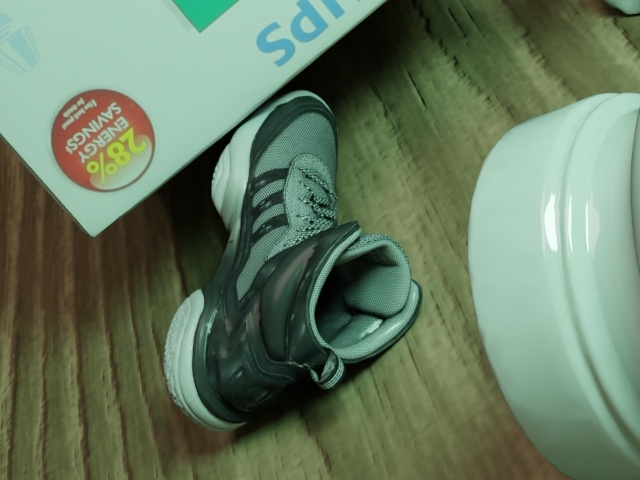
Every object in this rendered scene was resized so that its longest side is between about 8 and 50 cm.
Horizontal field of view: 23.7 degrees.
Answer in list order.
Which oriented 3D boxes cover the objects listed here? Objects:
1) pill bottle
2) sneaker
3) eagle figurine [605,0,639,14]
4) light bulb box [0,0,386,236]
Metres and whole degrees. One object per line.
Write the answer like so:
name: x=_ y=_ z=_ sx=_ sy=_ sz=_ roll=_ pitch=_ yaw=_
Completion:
pill bottle: x=0.269 y=-0.014 z=0.571 sx=0.407 sy=0.229 sz=0.229 roll=-15 pitch=40 yaw=39
sneaker: x=0.000 y=0.000 z=1.014 sx=0.153 sy=0.101 sz=0.269 roll=-14 pitch=46 yaw=39
eagle figurine: x=0.249 y=-0.318 z=0.992 sx=0.298 sy=0.226 sz=0.225 roll=-40 pitch=0 yaw=-16
light bulb box: x=-0.099 y=-0.228 z=1.205 sx=0.358 sy=0.225 sz=0.361 roll=-39 pitch=11 yaw=8
